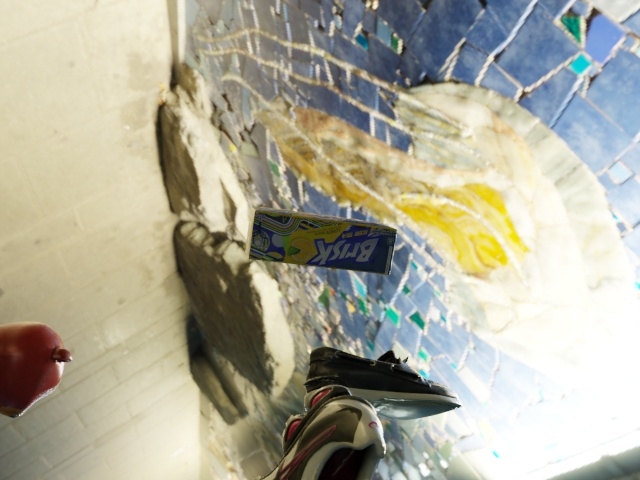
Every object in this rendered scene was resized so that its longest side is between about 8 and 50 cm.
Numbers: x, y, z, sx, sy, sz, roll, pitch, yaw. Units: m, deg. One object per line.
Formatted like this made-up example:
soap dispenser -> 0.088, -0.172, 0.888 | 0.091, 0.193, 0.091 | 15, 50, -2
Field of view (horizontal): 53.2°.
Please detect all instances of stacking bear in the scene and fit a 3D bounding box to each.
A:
stacking bear -> -0.455, 0.144, 0.760 | 0.289, 0.164, 0.175 | 12, 152, -35

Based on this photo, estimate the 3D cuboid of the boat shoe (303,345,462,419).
boat shoe -> 0.112, 0.244, 1.111 | 0.340, 0.113, 0.127 | 11, 145, -32

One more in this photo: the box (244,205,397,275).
box -> 0.000, 0.000, 0.748 | 0.054, 0.169, 0.059 | -140, -123, -75

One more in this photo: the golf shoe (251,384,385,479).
golf shoe -> -0.028, 0.278, 0.637 | 0.272, 0.105, 0.120 | -61, -166, -2
